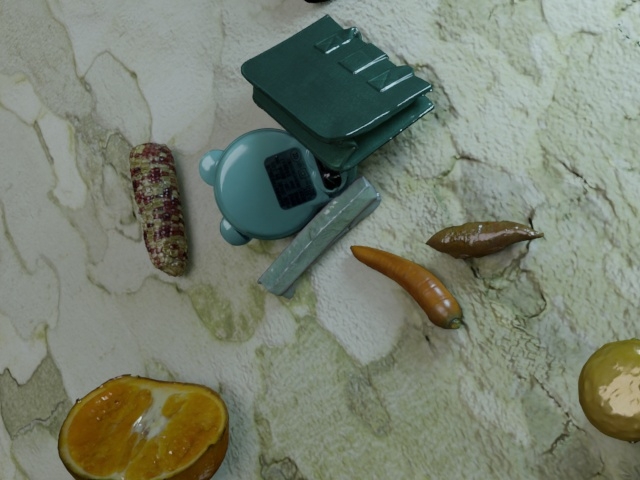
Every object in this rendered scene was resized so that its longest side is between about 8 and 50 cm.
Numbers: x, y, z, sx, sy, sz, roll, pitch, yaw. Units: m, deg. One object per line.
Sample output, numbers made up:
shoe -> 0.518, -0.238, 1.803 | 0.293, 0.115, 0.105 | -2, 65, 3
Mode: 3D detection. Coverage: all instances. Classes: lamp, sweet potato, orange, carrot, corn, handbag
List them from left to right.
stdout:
orange -> -0.334, 0.373, 1.878 | 0.310, 0.274, 0.274 | 21, 92, -3
corn -> -0.329, -0.064, 2.051 | 0.098, 0.098, 0.290 | -19, 74, 26
lamp -> -0.071, -0.114, 1.870 | 0.284, 0.147, 0.209 | -17, 100, 18
handbag -> 0.026, -0.275, 1.818 | 0.238, 0.089, 0.326 | -33, 48, -15
carrot -> 0.156, 0.066, 1.768 | 0.062, 0.066, 0.271 | -30, 54, -26
sweet potato -> 0.280, -0.003, 1.709 | 0.206, 0.060, 0.068 | -9, 114, 27

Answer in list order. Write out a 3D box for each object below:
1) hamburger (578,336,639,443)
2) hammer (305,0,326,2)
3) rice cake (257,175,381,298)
hamburger -> 0.472, 0.228, 1.515 | 0.162, 0.115, 0.162 | -6, 76, 27
hammer -> 0.112, -0.646, 1.922 | 0.408, 0.095, 0.242 | -24, 69, 19
rice cake -> -0.001, -0.002, 1.859 | 0.290, 0.081, 0.051 | -47, 44, 14
